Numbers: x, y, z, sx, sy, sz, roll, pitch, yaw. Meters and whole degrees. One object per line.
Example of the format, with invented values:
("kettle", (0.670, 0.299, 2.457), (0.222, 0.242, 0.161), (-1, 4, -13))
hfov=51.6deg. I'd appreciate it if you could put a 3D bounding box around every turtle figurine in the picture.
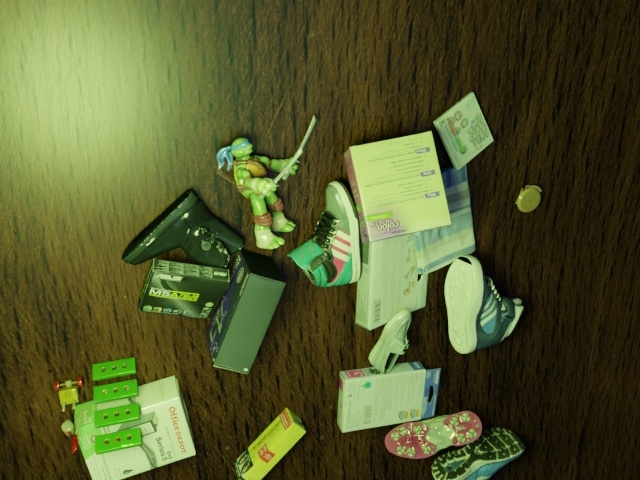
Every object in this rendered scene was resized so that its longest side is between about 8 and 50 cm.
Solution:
("turtle figurine", (-0.099, -0.128, 1.605), (0.274, 0.198, 0.266), (-16, 118, -8))

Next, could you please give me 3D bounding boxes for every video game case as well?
("video game case", (0.387, -0.294, 1.785), (0.143, 0.019, 0.157), (-39, 117, -15))

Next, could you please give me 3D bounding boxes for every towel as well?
("towel", (0.344, -0.061, 1.848), (0.209, 0.034, 0.285), (-21, 115, -23))

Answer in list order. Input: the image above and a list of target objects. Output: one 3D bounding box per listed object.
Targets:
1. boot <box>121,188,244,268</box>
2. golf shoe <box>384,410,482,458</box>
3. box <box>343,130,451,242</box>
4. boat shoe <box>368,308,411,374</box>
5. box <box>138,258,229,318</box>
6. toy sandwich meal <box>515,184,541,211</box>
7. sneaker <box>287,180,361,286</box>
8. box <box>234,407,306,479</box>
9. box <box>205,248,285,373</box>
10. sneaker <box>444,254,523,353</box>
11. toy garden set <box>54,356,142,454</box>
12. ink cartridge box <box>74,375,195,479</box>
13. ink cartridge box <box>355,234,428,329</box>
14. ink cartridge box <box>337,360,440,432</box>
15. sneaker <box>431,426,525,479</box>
("boot", (-0.334, 0.024, 1.639), (0.246, 0.094, 0.207), (-44, 113, -5))
("golf shoe", (0.357, 0.615, 2.091), (0.306, 0.140, 0.115), (-13, 76, 9))
("box", (0.193, -0.133, 1.684), (0.213, 0.117, 0.243), (-12, 89, -6))
("boat shoe", (0.216, 0.294, 1.901), (0.079, 0.081, 0.227), (-13, 139, -43))
("box", (-0.344, 0.124, 1.656), (0.190, 0.045, 0.184), (10, 141, -22))
("toy sandwich meal", (0.607, -0.124, 1.937), (0.085, 0.029, 0.086), (-8, 117, -15))
("sneaker", (0.000, 0.000, 1.734), (0.178, 0.124, 0.295), (-18, 116, -22))
("box", (-0.148, 0.604, 1.932), (0.232, 0.087, 0.058), (-46, 117, 4))
("box", (-0.197, 0.177, 1.695), (0.103, 0.184, 0.261), (17, 103, -24))
("sneaker", (0.496, 0.167, 1.958), (0.236, 0.130, 0.323), (-16, 116, -29))
("toy garden set", (-0.556, 0.425, 1.656), (0.203, 0.244, 0.049), (-9, 140, -11))
("ink cartridge box", (-0.489, 0.504, 1.761), (0.273, 0.115, 0.198), (-15, 114, -12))
("ink cartridge box", (0.208, 0.090, 1.870), (0.239, 0.060, 0.275), (-16, 117, -39))
("ink cartridge box", (0.207, 0.470, 2.012), (0.311, 0.065, 0.186), (-4, 111, -15))
("sneaker", (0.527, 0.739, 2.207), (0.330, 0.130, 0.147), (-21, 130, -6))
